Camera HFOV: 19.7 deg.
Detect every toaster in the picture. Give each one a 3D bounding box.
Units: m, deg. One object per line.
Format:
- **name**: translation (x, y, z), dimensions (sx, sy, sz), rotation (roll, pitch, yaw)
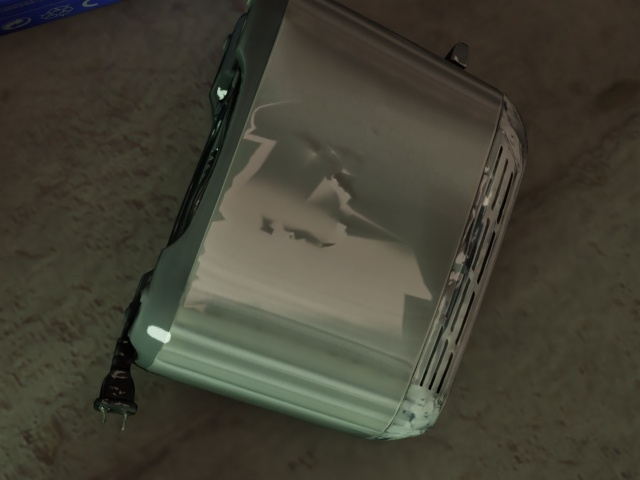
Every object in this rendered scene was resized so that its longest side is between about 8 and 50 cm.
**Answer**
- **toaster**: translation (0.000, 0.000, 0.863), dimensions (0.146, 0.129, 0.227), rotation (21, 78, -6)

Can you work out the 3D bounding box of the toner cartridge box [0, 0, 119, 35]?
- **toner cartridge box**: translation (-0.212, -0.173, 0.886), dimensions (0.347, 0.075, 0.165), rotation (-18, 86, -10)
